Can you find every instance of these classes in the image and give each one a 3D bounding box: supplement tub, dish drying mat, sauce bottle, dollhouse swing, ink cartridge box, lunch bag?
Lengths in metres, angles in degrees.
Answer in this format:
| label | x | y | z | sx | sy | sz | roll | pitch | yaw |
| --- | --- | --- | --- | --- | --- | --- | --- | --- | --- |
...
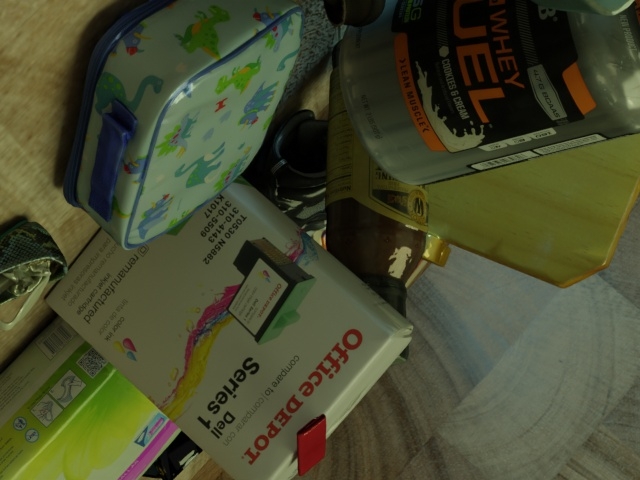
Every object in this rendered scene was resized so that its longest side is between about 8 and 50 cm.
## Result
| label | x | y | z | sx | sy | sz | roll | pitch | yaw |
| --- | --- | --- | --- | --- | --- | --- | --- | --- | --- |
| supplement tub | 0.191 | -0.171 | 1.017 | 0.316 | 0.194 | 0.193 | -14 | -167 | 37 |
| dish drying mat | -0.008 | 0.180 | 0.988 | 0.032 | 0.008 | 0.083 | -37 | 153 | -23 |
| sauce bottle | 0.060 | -0.043 | 1.170 | 0.111 | 0.111 | 0.344 | 80 | 10 | -76 |
| dollhouse swing | 0.249 | -0.115 | 1.408 | 0.315 | 0.305 | 0.347 | 21 | 91 | -78 |
| ink cartridge box | -0.083 | 0.072 | 1.063 | 0.201 | 0.278 | 0.117 | -51 | 169 | 7 |
| lunch bag | -0.110 | -0.101 | 0.867 | 0.176 | 0.090 | 0.219 | -42 | 167 | -36 |

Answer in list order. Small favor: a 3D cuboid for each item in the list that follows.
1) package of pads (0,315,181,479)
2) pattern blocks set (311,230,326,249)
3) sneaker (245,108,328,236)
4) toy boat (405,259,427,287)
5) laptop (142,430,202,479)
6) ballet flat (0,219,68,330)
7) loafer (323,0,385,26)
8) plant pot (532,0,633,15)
| label | x | y | z | sx | sy | sz | roll | pitch | yaw |
| --- | --- | --- | --- | --- | --- | --- | --- | --- | --- |
| package of pads | -0.276 | 0.216 | 1.197 | 0.229 | 0.101 | 0.296 | -47 | 159 | -8 |
| pattern blocks set | 0.038 | -0.013 | 1.552 | 0.325 | 0.026 | 0.285 | -53 | 145 | -25 |
| sneaker | 0.003 | -0.084 | 1.317 | 0.268 | 0.101 | 0.153 | -32 | 163 | -48 |
| toy boat | 0.098 | -0.001 | 1.949 | 0.151 | 0.151 | 0.231 | 6 | 131 | -40 |
| laptop | -0.171 | 0.130 | 1.594 | 0.382 | 0.236 | 0.408 | -43 | 139 | -29 |
| ballet flat | -0.268 | 0.053 | 0.847 | 0.188 | 0.070 | 0.070 | -42 | 167 | -31 |
| loafer | 0.010 | -0.242 | 0.938 | 0.078 | 0.080 | 0.220 | -14 | 165 | -4 |
| plant pot | 0.161 | -0.323 | 0.815 | 0.248 | 0.247 | 0.252 | -49 | -171 | 1 |
